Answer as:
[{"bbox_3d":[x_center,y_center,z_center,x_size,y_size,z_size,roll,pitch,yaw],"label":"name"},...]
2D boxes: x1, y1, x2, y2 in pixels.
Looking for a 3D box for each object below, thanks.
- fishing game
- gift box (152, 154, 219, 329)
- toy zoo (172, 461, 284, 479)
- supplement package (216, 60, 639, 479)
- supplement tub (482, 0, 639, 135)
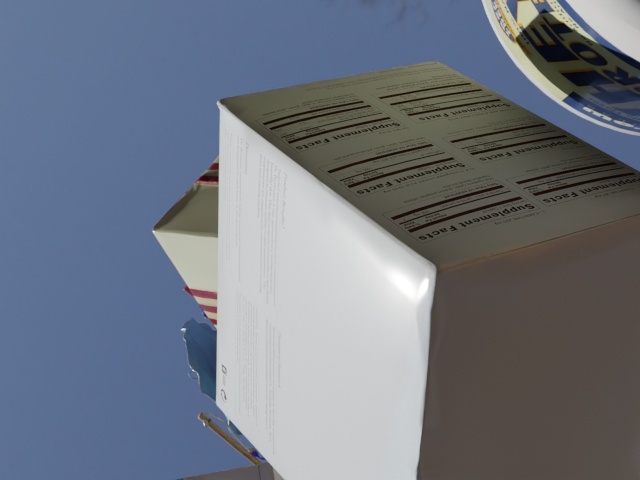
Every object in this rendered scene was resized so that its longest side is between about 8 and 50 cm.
[{"bbox_3d":[-0.104,0.173,1.665,0.189,0.041,0.264,44,-164,-33],"label":"fishing game"},{"bbox_3d":[0.000,0.000,1.520,0.255,0.258,0.276,-55,-51,-26],"label":"gift box"},{"bbox_3d":[-0.129,0.278,1.478,0.293,0.192,0.030,-11,-112,4],"label":"toy zoo"},{"bbox_3d":[0.055,0.038,0.742,0.149,0.194,0.203,-14,-148,-28],"label":"supplement package"},{"bbox_3d":[0.201,-0.177,0.753,0.235,0.235,0.325,31,180,2],"label":"supplement tub"}]
